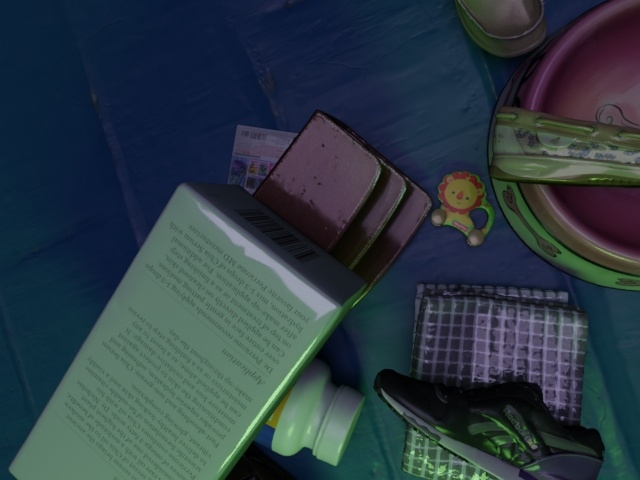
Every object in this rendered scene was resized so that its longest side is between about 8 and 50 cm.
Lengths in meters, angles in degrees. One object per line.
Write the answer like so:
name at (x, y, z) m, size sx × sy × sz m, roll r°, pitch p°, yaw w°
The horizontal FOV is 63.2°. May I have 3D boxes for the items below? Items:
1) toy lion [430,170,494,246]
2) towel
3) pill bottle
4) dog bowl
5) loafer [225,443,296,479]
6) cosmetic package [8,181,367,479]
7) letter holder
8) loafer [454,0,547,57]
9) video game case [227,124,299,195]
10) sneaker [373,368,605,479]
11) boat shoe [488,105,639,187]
toy lion at (0.219, -0.053, 0.789) m, size 0.100 × 0.034 × 0.096 m, roll 32°, pitch 91°, yaw 12°
towel at (0.240, 0.206, 0.737) m, size 0.234 × 0.121 × 0.284 m, roll 5°, pitch 92°, yaw 14°
pill bottle at (-0.076, 0.234, 0.806) m, size 0.271 × 0.152 × 0.153 m, roll 21°, pitch 96°, yaw 15°
dog bowl at (0.429, -0.132, 0.668) m, size 0.407 × 0.150 × 0.409 m, roll 0°, pitch 90°, yaw 15°
loafer at (-0.135, 0.382, 0.861) m, size 0.219 × 0.078 × 0.080 m, roll 25°, pitch 96°, yaw 13°
cosmetic package at (-0.168, 0.175, 0.665) m, size 0.230 × 0.161 × 0.453 m, roll 38°, pitch 103°, yaw 10°
letter holder at (0.000, 0.000, 0.771) m, size 0.214 × 0.152 × 0.302 m, roll 41°, pitch 104°, yaw 5°
loafer at (0.224, -0.376, 0.733) m, size 0.101 × 0.092 × 0.269 m, roll -31°, pitch 71°, yaw 16°
video game case at (-0.079, -0.112, 0.874) m, size 0.157 × 0.019 × 0.143 m, roll 11°, pitch 94°, yaw 14°
sneaker at (0.207, 0.216, 0.650) m, size 0.283 × 0.107 × 0.124 m, roll 30°, pitch 84°, yaw 6°
boat shoe at (0.334, -0.103, 0.564) m, size 0.284 × 0.104 × 0.090 m, roll 4°, pitch 94°, yaw 16°
